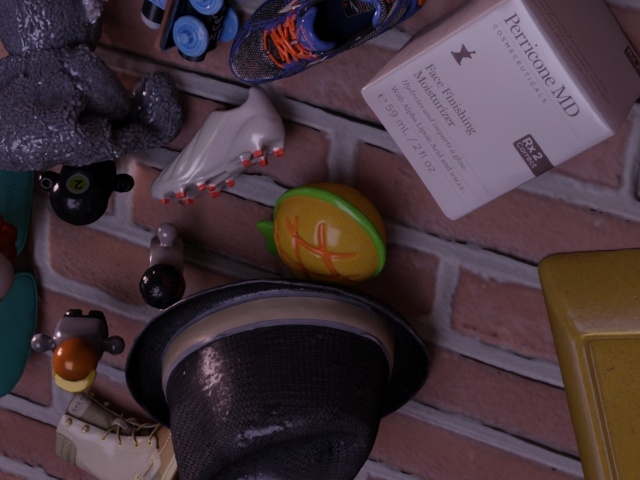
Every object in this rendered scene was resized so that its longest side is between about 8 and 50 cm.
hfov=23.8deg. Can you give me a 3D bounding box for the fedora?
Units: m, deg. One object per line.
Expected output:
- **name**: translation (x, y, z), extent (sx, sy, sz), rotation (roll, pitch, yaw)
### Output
- **fedora**: translation (-0.049, 0.181, 1.576), extent (0.334, 0.152, 0.334), rotation (1, 140, 1)

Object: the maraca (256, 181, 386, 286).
- **maraca**: translation (0.000, 0.000, 1.562), extent (0.127, 0.099, 0.186), rotation (46, 151, -8)

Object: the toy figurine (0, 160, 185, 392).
- **toy figurine**: translation (-0.257, 0.029, 1.620), extent (0.213, 0.148, 0.209), rotation (-37, 106, 8)

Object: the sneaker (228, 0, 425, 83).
- **sneaker**: translation (-0.007, -0.208, 1.455), extent (0.221, 0.087, 0.083), rotation (-24, 103, 34)

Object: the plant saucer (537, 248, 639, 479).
- **plant saucer**: translation (0.387, 0.169, 1.470), extent (0.333, 0.081, 0.332), rotation (-4, 115, 28)

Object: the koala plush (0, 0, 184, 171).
- **koala plush**: translation (-0.270, -0.193, 1.545), extent (0.196, 0.203, 0.221), rotation (1, 104, 25)

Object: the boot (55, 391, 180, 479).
- **boot**: translation (-0.227, 0.228, 1.806), extent (0.165, 0.077, 0.213), rotation (34, 129, 8)

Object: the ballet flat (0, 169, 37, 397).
- **ballet flat**: translation (-0.400, 0.020, 1.769), extent (0.124, 0.116, 0.342), rotation (29, 127, 34)

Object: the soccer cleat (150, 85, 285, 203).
- **soccer cleat**: translation (-0.110, -0.095, 1.588), extent (0.196, 0.068, 0.076), rotation (-26, 73, 41)

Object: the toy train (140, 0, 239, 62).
- **toy train**: translation (-0.122, -0.265, 1.491), extent (0.105, 0.080, 0.184), rotation (36, 129, 16)

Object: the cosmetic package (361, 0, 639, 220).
- **cosmetic package**: translation (0.168, -0.142, 1.364), extent (0.184, 0.151, 0.151), rotation (-30, 101, 35)
